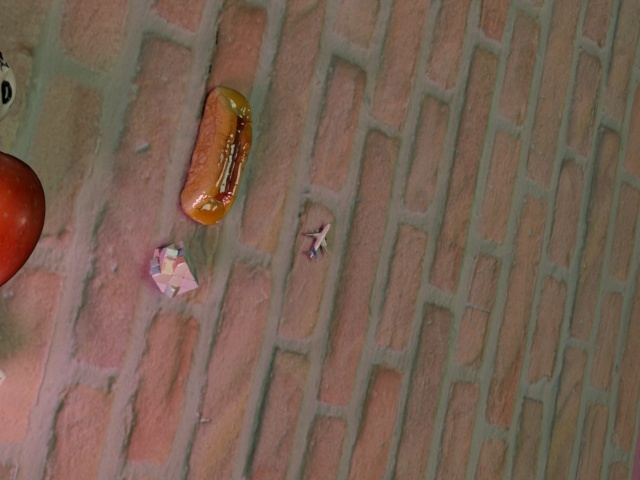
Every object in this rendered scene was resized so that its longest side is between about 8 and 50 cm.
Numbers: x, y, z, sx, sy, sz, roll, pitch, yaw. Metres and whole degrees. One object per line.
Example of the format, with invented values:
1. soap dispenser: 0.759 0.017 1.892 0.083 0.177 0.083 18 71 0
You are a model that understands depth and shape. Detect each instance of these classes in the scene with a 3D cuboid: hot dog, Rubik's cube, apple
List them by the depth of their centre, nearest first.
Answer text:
1. apple: -0.495 -0.037 1.491 0.260 0.260 0.216 30 84 -43
2. Rubik's cube: -0.248 0.046 1.881 0.073 0.075 0.084 -22 115 4
3. hot dog: -0.167 -0.145 1.953 0.084 0.073 0.243 27 73 -48

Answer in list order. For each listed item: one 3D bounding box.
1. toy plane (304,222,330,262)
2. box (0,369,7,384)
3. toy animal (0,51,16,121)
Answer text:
1. toy plane: -0.002 0.001 2.164 0.078 0.024 0.084 45 55 -37
2. box: -0.516 0.148 1.586 0.048 0.100 0.152 -56 128 -31
3. toy animal: -0.498 -0.230 1.557 0.179 0.138 0.166 14 57 -53
